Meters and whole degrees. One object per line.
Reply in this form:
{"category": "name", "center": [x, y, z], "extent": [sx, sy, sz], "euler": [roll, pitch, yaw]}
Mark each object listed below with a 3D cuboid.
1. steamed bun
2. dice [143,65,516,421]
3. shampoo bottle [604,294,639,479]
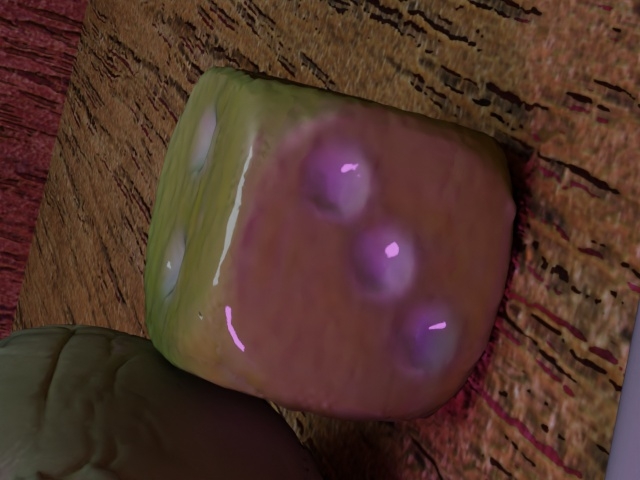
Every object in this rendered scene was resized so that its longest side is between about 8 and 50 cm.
{"category": "steamed bun", "center": [-0.096, 0.209, 0.850], "extent": [0.312, 0.233, 0.333], "euler": [-87, -5, -56]}
{"category": "dice", "center": [0.000, 0.000, 0.819], "extent": [0.169, 0.166, 0.169], "euler": [-150, 73, -69]}
{"category": "shampoo bottle", "center": [0.161, 0.006, 0.500], "extent": [0.092, 0.092, 0.303], "euler": [-168, 90, -70]}
